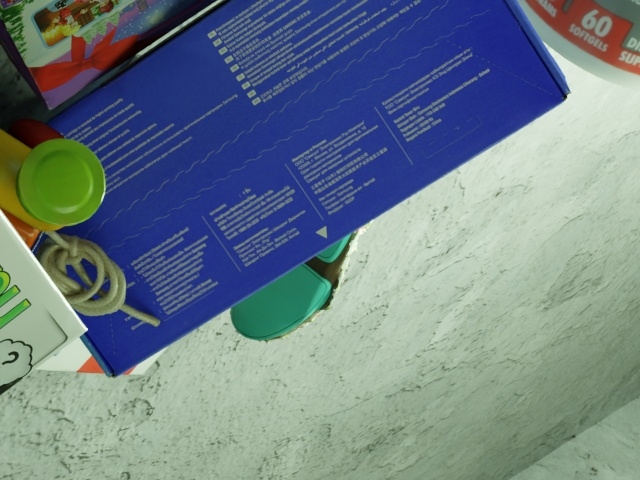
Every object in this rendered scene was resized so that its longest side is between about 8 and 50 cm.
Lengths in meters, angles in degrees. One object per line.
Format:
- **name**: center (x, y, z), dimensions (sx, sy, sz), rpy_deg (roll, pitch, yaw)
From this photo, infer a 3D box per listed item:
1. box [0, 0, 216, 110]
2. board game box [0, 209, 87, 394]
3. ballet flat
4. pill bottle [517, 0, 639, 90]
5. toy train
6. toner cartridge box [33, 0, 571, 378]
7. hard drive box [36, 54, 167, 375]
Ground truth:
- **box**: center (-0.076, -0.220, 0.900), dimensions (0.293, 0.057, 0.201), rpy_deg (-35, 156, -10)
- **board game box**: center (-0.229, 0.007, 0.597), dimensions (0.193, 0.053, 0.305), rpy_deg (-38, 148, -9)
- **ballet flat**: center (0.000, 0.000, 1.389), dimensions (0.241, 0.091, 0.077), rpy_deg (-53, 176, 37)
- **pill bottle**: center (0.286, -0.297, 1.101), dimensions (0.210, 0.210, 0.363), rpy_deg (-21, 151, -35)
- **toy train**: center (-0.159, -0.023, 0.880), dimensions (0.143, 0.248, 0.105), rpy_deg (-8, -129, 60)
- **toner cartridge box**: center (-0.033, -0.072, 0.983), dimensions (0.348, 0.165, 0.075), rpy_deg (-31, -171, 14)
- **hard drive box**: center (-0.134, -0.011, 1.156), dimensions (0.232, 0.089, 0.181), rpy_deg (-47, 155, 18)
